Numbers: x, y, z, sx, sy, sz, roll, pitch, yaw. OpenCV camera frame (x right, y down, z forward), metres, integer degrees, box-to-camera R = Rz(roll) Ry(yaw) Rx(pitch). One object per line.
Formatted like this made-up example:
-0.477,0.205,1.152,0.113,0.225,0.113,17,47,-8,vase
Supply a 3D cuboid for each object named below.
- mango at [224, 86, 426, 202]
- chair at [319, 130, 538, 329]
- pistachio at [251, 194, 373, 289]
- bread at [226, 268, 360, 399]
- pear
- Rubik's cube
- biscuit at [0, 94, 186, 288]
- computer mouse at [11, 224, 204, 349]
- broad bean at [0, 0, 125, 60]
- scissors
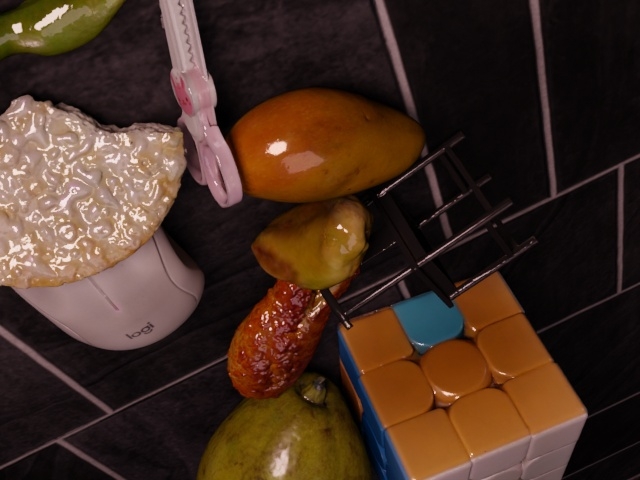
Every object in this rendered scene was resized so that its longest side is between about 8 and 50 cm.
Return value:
0.013,-0.106,0.935,0.253,0.113,0.138,-8,146,-29,mango
0.127,0.005,1.109,0.260,0.154,0.141,-35,142,11,chair
0.000,-0.002,1.039,0.189,0.110,0.100,-22,114,45,pistachio
-0.046,0.129,1.214,0.139,0.095,0.269,5,131,-45,bread
-0.052,0.361,1.363,0.287,0.287,0.375,0,123,-30,pear
0.213,0.272,1.372,0.291,0.291,0.290,-20,143,-9,Rubik's cube
-0.258,-0.052,0.836,0.265,0.040,0.188,-24,105,-10,biscuit
-0.245,0.039,0.965,0.184,0.121,0.297,-24,145,0,computer mouse
-0.249,-0.185,0.742,0.214,0.048,0.070,-29,143,6,broad bean
-0.124,-0.146,0.835,0.030,0.118,0.242,-24,132,-23,scissors
